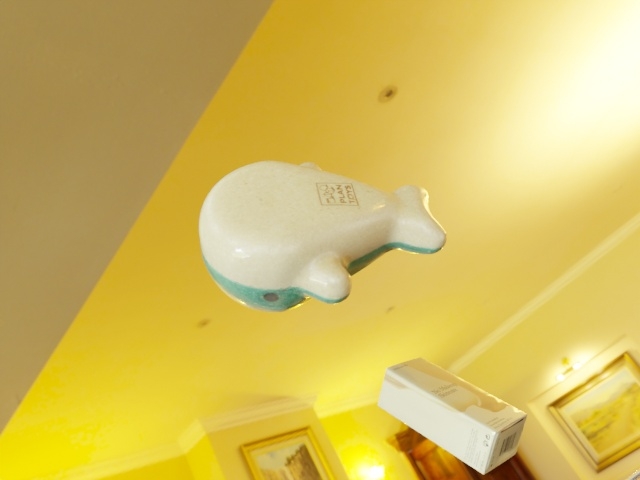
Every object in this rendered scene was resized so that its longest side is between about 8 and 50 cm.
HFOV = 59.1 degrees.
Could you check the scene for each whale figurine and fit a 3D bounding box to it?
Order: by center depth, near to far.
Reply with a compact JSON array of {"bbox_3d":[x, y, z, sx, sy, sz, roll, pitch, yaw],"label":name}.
[{"bbox_3d":[0.000,0.000,0.652,0.271,0.216,0.141,-5,-46,-10],"label":"whale figurine"}]

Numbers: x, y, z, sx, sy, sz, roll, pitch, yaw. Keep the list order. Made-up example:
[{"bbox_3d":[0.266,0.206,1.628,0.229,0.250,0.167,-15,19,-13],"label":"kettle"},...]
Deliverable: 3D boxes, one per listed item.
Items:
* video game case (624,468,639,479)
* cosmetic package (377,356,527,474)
[{"bbox_3d":[0.451,0.339,0.636,0.183,0.201,0.023,-15,-31,-29],"label":"video game case"},{"bbox_3d":[0.114,0.150,0.500,0.060,0.115,0.041,-4,-70,-46],"label":"cosmetic package"}]
